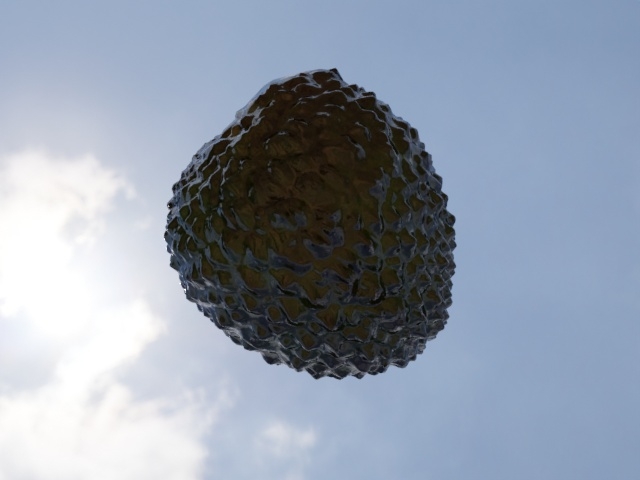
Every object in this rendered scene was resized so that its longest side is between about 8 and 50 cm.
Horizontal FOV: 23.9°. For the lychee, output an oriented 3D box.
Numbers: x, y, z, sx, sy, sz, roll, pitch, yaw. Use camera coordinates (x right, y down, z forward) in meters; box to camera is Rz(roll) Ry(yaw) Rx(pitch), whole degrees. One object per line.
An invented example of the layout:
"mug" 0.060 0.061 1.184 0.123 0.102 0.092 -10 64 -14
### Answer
"lychee" 0.000 0.000 0.814 0.171 0.171 0.171 -5 -131 6
